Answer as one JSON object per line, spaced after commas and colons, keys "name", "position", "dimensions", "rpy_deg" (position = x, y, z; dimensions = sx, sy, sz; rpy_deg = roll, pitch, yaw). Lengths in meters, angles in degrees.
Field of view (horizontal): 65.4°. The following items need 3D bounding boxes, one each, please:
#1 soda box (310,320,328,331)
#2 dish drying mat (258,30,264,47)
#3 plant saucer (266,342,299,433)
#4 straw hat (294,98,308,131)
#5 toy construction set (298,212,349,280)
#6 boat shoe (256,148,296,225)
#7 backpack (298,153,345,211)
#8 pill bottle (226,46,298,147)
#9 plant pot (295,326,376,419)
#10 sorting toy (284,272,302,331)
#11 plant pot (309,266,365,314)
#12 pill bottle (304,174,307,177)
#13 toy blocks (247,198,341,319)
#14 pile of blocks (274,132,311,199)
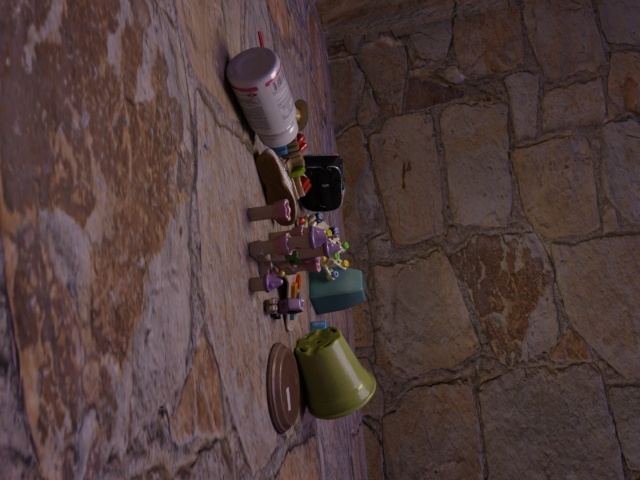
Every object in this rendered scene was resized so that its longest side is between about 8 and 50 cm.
{"name": "soda box", "position": [0.001, 0.454, 2.135], "dimensions": [0.071, 0.067, 0.209], "rpy_deg": [60, 25, -66]}
{"name": "dish drying mat", "position": [-0.222, -0.746, 1.887], "dimensions": [0.032, 0.008, 0.083], "rpy_deg": [-74, 154, -68]}
{"name": "plant saucer", "position": [-0.111, 0.461, 1.573], "dimensions": [0.278, 0.041, 0.277], "rpy_deg": [-6, 90, -80]}
{"name": "straw hat", "position": [-0.116, -0.552, 2.185], "dimensions": [0.061, 0.145, 0.144], "rpy_deg": [-2, 84, -38]}
{"name": "toy construction set", "position": [0.000, 0.000, 2.184], "dimensions": [0.327, 0.151, 0.215], "rpy_deg": [52, 41, -31]}
{"name": "boat shoe", "position": [-0.138, -0.183, 1.701], "dimensions": [0.096, 0.098, 0.276], "rpy_deg": [-79, 158, -59]}
{"name": "backpack", "position": [0.001, -0.254, 2.197], "dimensions": [0.191, 0.225, 0.253], "rpy_deg": [-75, 161, -52]}
{"name": "pill bottle", "position": [-0.167, -0.427, 1.529], "dimensions": [0.283, 0.161, 0.160], "rpy_deg": [69, 17, -56]}
{"name": "plant pot", "position": [0.033, 0.471, 1.853], "dimensions": [0.276, 0.276, 0.253], "rpy_deg": [-70, 139, -69]}
{"name": "sorting toy", "position": [-0.093, 0.196, 1.797], "dimensions": [0.193, 0.038, 0.208], "rpy_deg": [-65, 155, -71]}
{"name": "plant pot", "position": [0.082, 0.221, 2.277], "dimensions": [0.165, 0.235, 0.165], "rpy_deg": [72, 15, -51]}
{"name": "pill bottle", "position": [-0.096, -0.239, 2.013], "dimensions": [0.160, 0.087, 0.087], "rpy_deg": [39, 45, -77]}
{"name": "toy blocks", "position": [-0.055, 0.057, 1.534], "dimensions": [0.288, 0.260, 0.308], "rpy_deg": [59, 26, -68]}
{"name": "pile of blocks", "position": [-0.103, -0.324, 1.851], "dimensions": [0.149, 0.113, 0.361], "rpy_deg": [17, 60, -79]}
